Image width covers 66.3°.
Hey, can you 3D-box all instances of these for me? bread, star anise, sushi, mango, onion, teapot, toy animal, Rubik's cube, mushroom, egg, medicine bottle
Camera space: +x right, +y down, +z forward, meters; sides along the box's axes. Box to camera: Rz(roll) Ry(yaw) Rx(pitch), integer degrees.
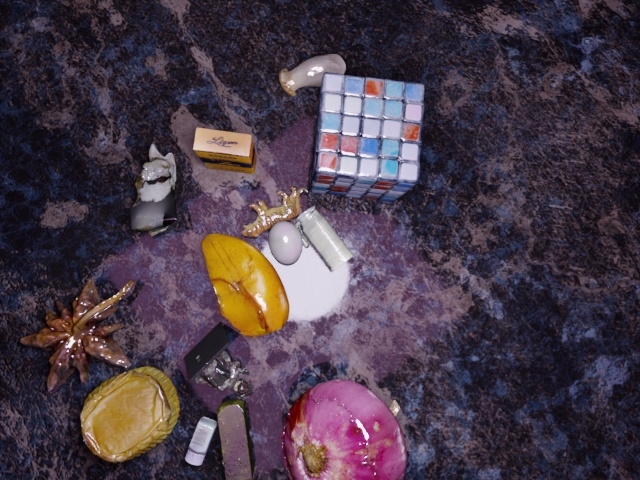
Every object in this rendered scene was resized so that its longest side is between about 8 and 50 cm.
[{"bbox_3d":[-0.532,0.484,1.380,0.253,0.142,0.227,-30,89,-4],"label":"bread"},{"bbox_3d":[-0.685,0.261,1.407,0.350,0.109,0.292,-15,91,-6],"label":"star anise"},{"bbox_3d":[-0.489,-0.148,1.473,0.134,0.109,0.272,-9,71,-1],"label":"sushi"},{"bbox_3d":[-0.230,0.126,1.427,0.199,0.201,0.350,-24,76,-42],"label":"mango"},{"bbox_3d":[0.072,0.572,1.341,0.345,0.358,0.358,37,81,-43],"label":"onion"},{"bbox_3d":[0.000,0.000,1.502,0.107,0.077,0.200,-38,88,24],"label":"teapot"},{"bbox_3d":[-0.140,-0.090,1.511,0.241,0.057,0.099,-24,93,-8],"label":"toy animal"},{"bbox_3d":[0.126,-0.286,1.428,0.292,0.293,0.286,6,84,-5],"label":"Rubik's cube"},{"bbox_3d":[-0.024,-0.524,1.543,0.213,0.088,0.097,-20,118,0],"label":"mushroom"},{"bbox_3d":[-0.105,0.008,1.472,0.103,0.103,0.135,-13,106,-5],"label":"egg"},{"bbox_3d":[-0.345,0.580,1.415,0.055,0.074,0.117,20,84,-3],"label":"medicine bottle"}]

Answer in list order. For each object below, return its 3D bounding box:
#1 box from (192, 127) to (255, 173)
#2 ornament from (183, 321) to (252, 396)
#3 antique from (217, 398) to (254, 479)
[{"bbox_3d":[-0.269,-0.254,1.421,0.152,0.237,0.070,7,87,-4],"label":"box"},{"bbox_3d":[-0.279,0.384,1.443,0.166,0.153,0.196,-44,113,-6],"label":"ornament"},{"bbox_3d":[-0.246,0.575,1.423,0.081,0.080,0.220,-7,84,-6],"label":"antique"}]
